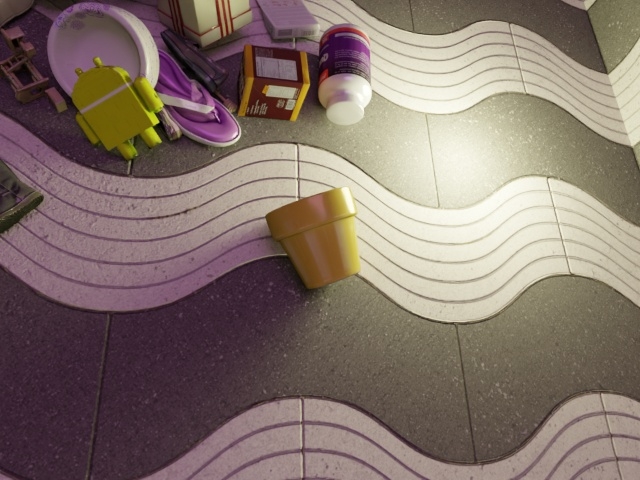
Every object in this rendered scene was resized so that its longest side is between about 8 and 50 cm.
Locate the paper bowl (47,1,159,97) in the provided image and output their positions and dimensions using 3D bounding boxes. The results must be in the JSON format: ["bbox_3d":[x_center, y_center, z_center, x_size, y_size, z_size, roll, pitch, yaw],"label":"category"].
[{"bbox_3d":[-0.607,-0.522,1.352,0.284,0.284,0.148,24,23,-7],"label":"paper bowl"}]

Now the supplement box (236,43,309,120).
[{"bbox_3d":[-0.157,-0.497,1.504,0.194,0.191,0.129,1,68,-18],"label":"supplement box"}]

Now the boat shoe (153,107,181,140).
[{"bbox_3d":[-0.484,-0.365,1.423,0.152,0.056,0.049,47,58,5],"label":"boat shoe"}]

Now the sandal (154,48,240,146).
[{"bbox_3d":[-0.420,-0.448,1.452,0.416,0.102,0.169,42,63,2],"label":"sandal"}]

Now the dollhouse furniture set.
[{"bbox_3d":[-0.813,-0.456,1.299,0.101,0.161,0.182,-37,82,-27],"label":"dollhouse furniture set"}]

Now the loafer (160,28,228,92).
[{"bbox_3d":[-0.400,-0.586,1.507,0.084,0.096,0.267,-41,80,-9],"label":"loafer"}]

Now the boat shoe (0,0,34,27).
[{"bbox_3d":[-0.992,-0.663,1.369,0.096,0.112,0.335,23,56,13],"label":"boat shoe"}]

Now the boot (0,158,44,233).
[{"bbox_3d":[-0.851,-0.128,1.199,0.208,0.076,0.189,40,48,-6],"label":"boot"}]

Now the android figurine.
[{"bbox_3d":[-0.568,-0.364,1.307,0.248,0.056,0.272,-25,111,15],"label":"android figurine"}]

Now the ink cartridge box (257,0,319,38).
[{"bbox_3d":[-0.129,-0.831,1.746,0.181,0.056,0.224,-15,55,-22],"label":"ink cartridge box"}]

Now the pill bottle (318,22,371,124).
[{"bbox_3d":[0.083,-0.566,1.615,0.182,0.181,0.322,8,66,-14],"label":"pill bottle"}]

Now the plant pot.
[{"bbox_3d":[0.000,0.000,1.330,0.254,0.254,0.238,-18,89,-23],"label":"plant pot"}]

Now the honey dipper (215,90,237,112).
[{"bbox_3d":[-0.338,-0.478,1.534,0.161,0.030,0.030,42,62,6],"label":"honey dipper"}]

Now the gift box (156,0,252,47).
[{"bbox_3d":[-0.391,-0.811,1.535,0.255,0.258,0.276,-37,63,-25],"label":"gift box"}]
